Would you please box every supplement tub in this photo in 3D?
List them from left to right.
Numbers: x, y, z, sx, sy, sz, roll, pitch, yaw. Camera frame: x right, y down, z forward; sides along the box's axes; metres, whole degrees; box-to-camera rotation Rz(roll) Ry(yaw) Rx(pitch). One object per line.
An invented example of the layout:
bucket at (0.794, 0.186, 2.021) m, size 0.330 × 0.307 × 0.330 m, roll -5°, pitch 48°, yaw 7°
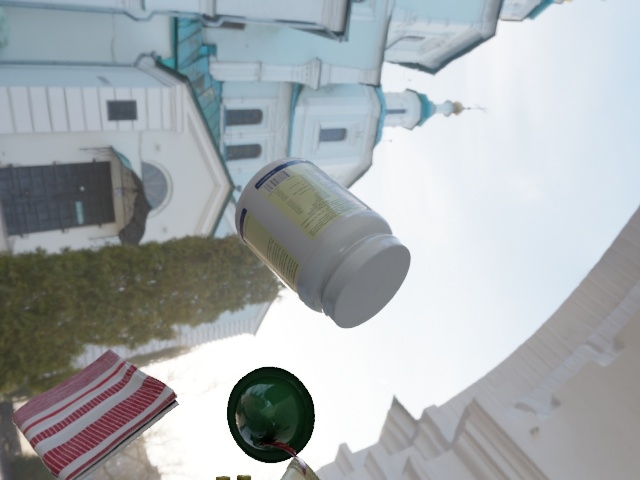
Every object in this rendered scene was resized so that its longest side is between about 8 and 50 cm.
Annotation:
supplement tub at (0.000, 0.000, 1.037) m, size 0.325 × 0.235 × 0.236 m, roll 42°, pitch -46°, yaw 33°

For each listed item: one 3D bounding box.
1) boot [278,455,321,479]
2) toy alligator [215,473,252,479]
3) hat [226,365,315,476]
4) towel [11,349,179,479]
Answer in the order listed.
boot at (-0.046, 0.677, 1.201) m, size 0.095 × 0.203 × 0.262 m, roll -27°, pitch -89°, yaw 28°
toy alligator at (-0.132, 0.461, 0.927) m, size 0.051 × 0.189 × 0.056 m, roll 149°, pitch -55°, yaw -63°
hat at (-0.111, 0.308, 0.848) m, size 0.208 × 0.183 × 0.173 m, roll -27°, pitch -103°, yaw 16°
towel at (-0.455, 0.334, 1.011) m, size 0.328 × 0.237 × 0.037 m, roll 7°, pitch -57°, yaw 46°
